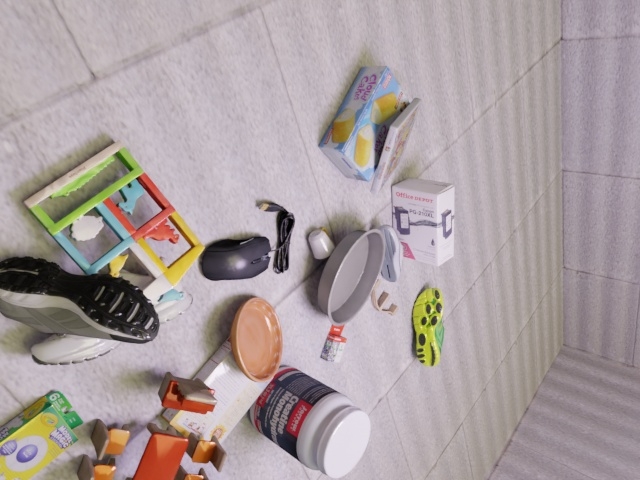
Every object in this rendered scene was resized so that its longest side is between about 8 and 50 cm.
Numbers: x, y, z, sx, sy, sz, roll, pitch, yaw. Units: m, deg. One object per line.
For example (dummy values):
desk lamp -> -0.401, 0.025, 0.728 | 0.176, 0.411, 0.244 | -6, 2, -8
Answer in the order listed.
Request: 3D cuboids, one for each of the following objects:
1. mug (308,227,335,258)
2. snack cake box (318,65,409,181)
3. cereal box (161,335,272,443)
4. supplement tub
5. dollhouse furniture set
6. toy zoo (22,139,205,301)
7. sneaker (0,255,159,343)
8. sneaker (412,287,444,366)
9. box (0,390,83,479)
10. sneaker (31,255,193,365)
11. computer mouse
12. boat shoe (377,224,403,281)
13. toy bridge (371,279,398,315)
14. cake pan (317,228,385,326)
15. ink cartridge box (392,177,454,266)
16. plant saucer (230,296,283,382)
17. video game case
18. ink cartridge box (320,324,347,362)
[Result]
mug -> -0.003, 0.003, 1.334 | 0.062, 0.078, 0.064 | -28, 118, 0
snack cake box -> 0.121, -0.308, 1.334 | 0.152, 0.089, 0.264 | 39, 73, -45
cereal box -> -0.236, 0.366, 1.193 | 0.240, 0.047, 0.173 | -49, 130, -25
supplement tub -> -0.030, 0.453, 1.275 | 0.191, 0.272, 0.191 | -17, 114, -43
dollhouse furniture set -> -0.308, 0.412, 1.011 | 0.262, 0.135, 0.259 | 23, 85, -31
toy zoo -> -0.341, -0.005, 0.897 | 0.192, 0.030, 0.293 | -45, 110, -28
sneaker -> -0.395, 0.112, 0.822 | 0.100, 0.271, 0.108 | -75, -176, -54
sneaker -> 0.397, 0.309, 1.840 | 0.123, 0.109, 0.296 | -33, 126, -68
box -> -0.518, 0.361, 0.892 | 0.179, 0.043, 0.105 | -40, 129, -34
sneaker -> -0.389, 0.129, 0.933 | 0.297, 0.111, 0.129 | -30, 106, -41
computer mouse -> -0.148, 0.004, 1.164 | 0.262, 0.060, 0.184 | -3, 105, -47
boat shoe -> 0.215, 0.027, 1.564 | 0.076, 0.083, 0.226 | -53, 147, -38
toy bridge -> 0.201, 0.197, 1.628 | 0.063, 0.026, 0.188 | -54, 135, -18
cake pan -> 0.086, 0.096, 1.403 | 0.293, 0.054, 0.293 | -41, 144, -39
ink cartridge box -> 0.319, -0.061, 1.563 | 0.100, 0.172, 0.237 | -26, 120, -40
plant saucer -> -0.154, 0.236, 1.196 | 0.200, 0.037, 0.200 | 37, 47, -55
video game case -> 0.209, -0.262, 1.385 | 0.227, 0.026, 0.206 | -51, 161, -47
ink cartridge box -> 0.046, 0.302, 1.492 | 0.063, 0.029, 0.115 | 23, 86, -48
